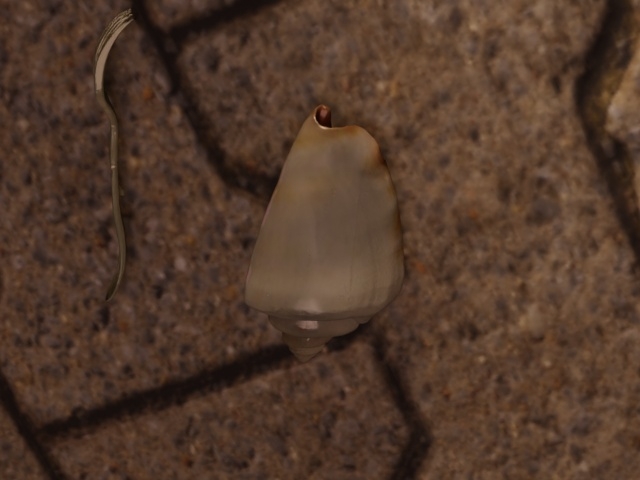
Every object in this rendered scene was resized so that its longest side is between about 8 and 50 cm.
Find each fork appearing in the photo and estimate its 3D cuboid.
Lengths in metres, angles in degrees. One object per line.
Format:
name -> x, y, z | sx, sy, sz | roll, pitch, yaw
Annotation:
fork -> -0.148, -0.055, 0.899 | 0.028, 0.034, 0.219 | -3, 119, -19

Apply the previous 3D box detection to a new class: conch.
conch -> 0.004, 0.000, 0.885 | 0.104, 0.094, 0.176 | 10, 90, 19
